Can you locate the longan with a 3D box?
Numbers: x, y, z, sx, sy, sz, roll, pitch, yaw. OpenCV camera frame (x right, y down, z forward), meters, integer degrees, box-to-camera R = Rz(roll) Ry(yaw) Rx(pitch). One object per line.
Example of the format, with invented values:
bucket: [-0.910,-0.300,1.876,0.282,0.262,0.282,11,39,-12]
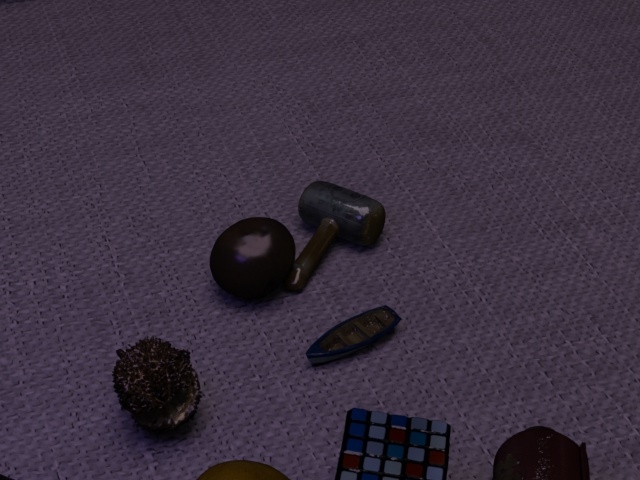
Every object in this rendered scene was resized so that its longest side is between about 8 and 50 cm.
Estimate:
longan: [-0.141,0.036,2.330,0.187,0.167,0.167,-40,49,0]

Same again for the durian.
durian: [-0.313,0.260,2.031,0.167,0.196,0.196,-32,51,-32]

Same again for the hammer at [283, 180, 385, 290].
hammer: [0.000,0.000,2.448,0.202,0.113,0.305,20,51,23]

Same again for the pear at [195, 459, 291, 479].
pear: [-0.130,0.453,1.797,0.209,0.209,0.209,2,40,-2]

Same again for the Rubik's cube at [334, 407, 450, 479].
Rubik's cube: [0.117,0.416,1.875,0.182,0.187,0.184,9,42,6]

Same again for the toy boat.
toy boat: [0.062,0.198,2.242,0.229,0.046,0.080,-26,49,-30]

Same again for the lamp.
lamp: [0.381,0.425,1.887,0.180,0.180,0.258,8,42,5]

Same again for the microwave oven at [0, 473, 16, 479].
microwave oven: [-0.619,0.512,1.682,0.286,0.218,0.355,17,42,18]
